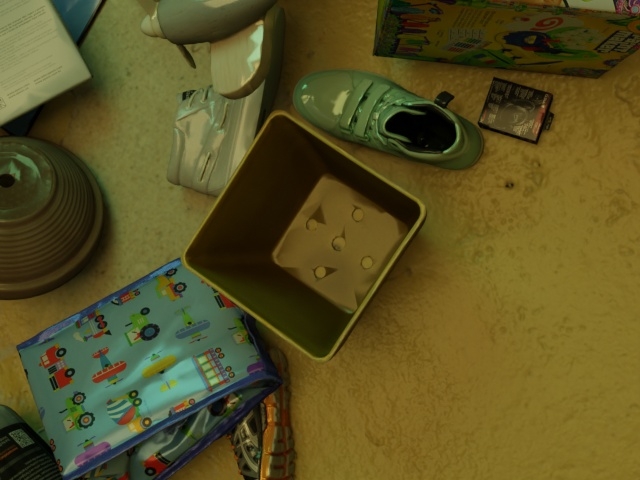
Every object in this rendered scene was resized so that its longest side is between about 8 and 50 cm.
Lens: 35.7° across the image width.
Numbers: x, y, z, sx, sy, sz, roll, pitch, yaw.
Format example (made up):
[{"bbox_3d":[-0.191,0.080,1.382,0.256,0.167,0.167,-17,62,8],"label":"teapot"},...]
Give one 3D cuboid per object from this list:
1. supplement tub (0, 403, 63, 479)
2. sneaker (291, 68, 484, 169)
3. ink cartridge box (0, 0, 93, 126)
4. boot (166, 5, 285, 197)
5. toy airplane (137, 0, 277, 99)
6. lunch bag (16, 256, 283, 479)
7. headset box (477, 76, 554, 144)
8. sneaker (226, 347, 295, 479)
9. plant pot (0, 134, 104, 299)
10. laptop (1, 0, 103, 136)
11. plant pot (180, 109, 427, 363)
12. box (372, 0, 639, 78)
[{"bbox_3d":[-0.373,0.377,1.265,0.316,0.193,0.193,40,97,14],"label":"supplement tub"},{"bbox_3d":[0.068,-0.160,1.199,0.256,0.151,0.094,20,94,16],"label":"sneaker"},{"bbox_3d":[-0.443,-0.256,1.271,0.223,0.045,0.224,-29,105,-5],"label":"ink cartridge box"},{"bbox_3d":[-0.127,-0.184,1.280,0.123,0.095,0.258,13,91,8],"label":"boot"},{"bbox_3d":[-0.110,-0.401,1.124,0.386,0.272,0.384,50,118,41],"label":"toy airplane"},{"bbox_3d":[-0.201,0.155,1.244,0.293,0.138,0.221,-35,53,2],"label":"lunch bag"},{"bbox_3d":[0.242,-0.157,1.213,0.083,0.032,0.062,19,92,14],"label":"headset box"},{"bbox_3d":[-0.083,0.246,1.258,0.083,0.084,0.214,-5,76,17],"label":"sneaker"},{"bbox_3d":[-0.401,-0.050,1.283,0.237,0.109,0.237,4,64,-9],"label":"plant pot"},{"bbox_3d":[-0.520,-0.414,1.335,0.236,0.408,0.382,36,97,48],"label":"laptop"},{"bbox_3d":[0.000,0.000,1.190,0.212,0.187,0.212,35,95,14],"label":"plant pot"},{"bbox_3d":[0.210,-0.297,1.067,0.279,0.290,0.177,6,88,-1],"label":"box"}]
